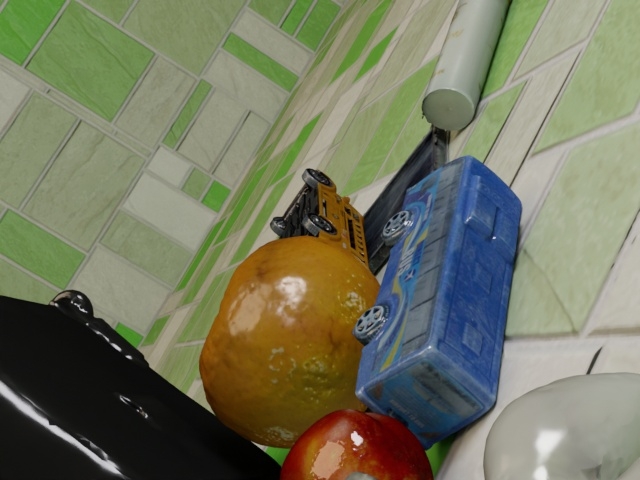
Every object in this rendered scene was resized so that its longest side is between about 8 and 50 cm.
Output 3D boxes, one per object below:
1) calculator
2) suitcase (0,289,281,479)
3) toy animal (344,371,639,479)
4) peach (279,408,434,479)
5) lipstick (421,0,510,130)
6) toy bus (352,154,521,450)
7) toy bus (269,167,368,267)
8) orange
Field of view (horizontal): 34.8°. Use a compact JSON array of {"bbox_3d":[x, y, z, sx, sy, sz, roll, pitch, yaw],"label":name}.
[{"bbox_3d":[0.056,-0.003,1.123,0.262,0.021,0.161,-53,12,28],"label":"calculator"},{"bbox_3d":[-0.208,0.177,0.855,0.188,0.339,0.345,-58,-17,-2],"label":"suitcase"},{"bbox_3d":[0.057,0.164,0.298,0.325,0.154,0.208,-56,16,-15],"label":"toy animal"},{"bbox_3d":[0.027,0.151,0.623,0.101,0.100,0.101,-55,11,16],"label":"peach"},{"bbox_3d":[0.169,-0.225,1.144,0.059,0.059,0.264,-46,17,47],"label":"lipstick"},{"bbox_3d":[0.091,0.035,0.731,0.094,0.079,0.236,-30,26,35],"label":"toy bus"},{"bbox_3d":[0.000,0.000,1.082,0.083,0.088,0.194,-54,15,20],"label":"toy bus"},{"bbox_3d":[-0.019,0.085,0.852,0.178,0.155,0.177,-55,3,4],"label":"orange"}]
